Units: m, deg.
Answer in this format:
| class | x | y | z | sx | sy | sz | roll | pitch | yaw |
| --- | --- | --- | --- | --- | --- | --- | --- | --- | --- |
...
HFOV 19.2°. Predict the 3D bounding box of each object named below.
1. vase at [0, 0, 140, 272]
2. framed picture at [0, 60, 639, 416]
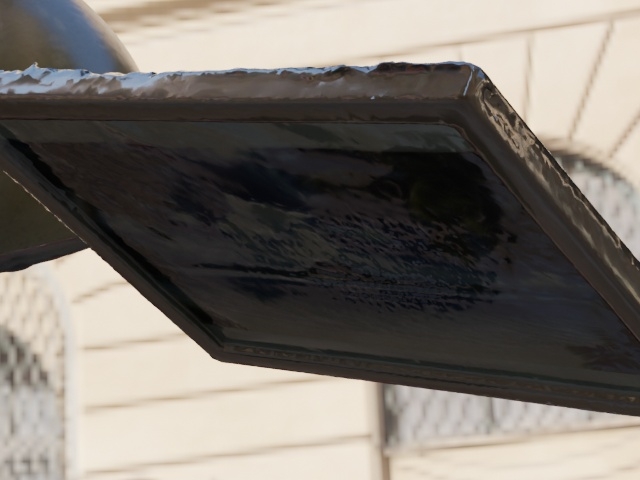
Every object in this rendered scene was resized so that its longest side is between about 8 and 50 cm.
| class | x | y | z | sx | sy | sz | roll | pitch | yaw |
| --- | --- | --- | --- | --- | --- | --- | --- | --- | --- |
| vase | -0.297 | -0.122 | 1.444 | 0.329 | 0.302 | 0.241 | -13 | -3 | -24 |
| framed picture | 0.000 | 0.000 | 0.806 | 0.315 | 0.024 | 0.232 | 5 | -31 | 44 |
